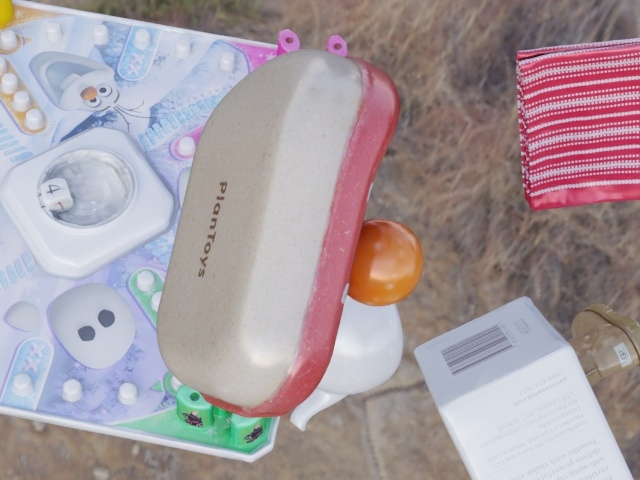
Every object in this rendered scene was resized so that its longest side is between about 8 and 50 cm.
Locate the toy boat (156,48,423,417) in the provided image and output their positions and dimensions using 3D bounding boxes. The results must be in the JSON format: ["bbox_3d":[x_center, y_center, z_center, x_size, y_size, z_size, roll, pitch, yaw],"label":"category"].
[{"bbox_3d":[0.000,0.000,0.793,0.151,0.151,0.231,16,86,-32],"label":"toy boat"}]

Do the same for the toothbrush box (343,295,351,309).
[{"bbox_3d":[-0.108,0.051,1.817,0.126,0.216,0.295,20,23,-43],"label":"toothbrush box"}]

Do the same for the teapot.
[{"bbox_3d":[0.002,0.144,2.064,0.187,0.252,0.256,-17,72,-27],"label":"teapot"}]

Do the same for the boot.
[{"bbox_3d":[0.313,0.185,1.793,0.269,0.236,0.089,-25,90,-6],"label":"boot"}]

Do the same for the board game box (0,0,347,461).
[{"bbox_3d":[-0.191,-0.042,1.028,0.389,0.050,0.390,10,59,4],"label":"board game box"}]

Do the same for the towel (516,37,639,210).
[{"bbox_3d":[0.377,-0.156,1.755,0.198,0.275,0.031,-5,42,8],"label":"towel"}]

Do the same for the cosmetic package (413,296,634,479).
[{"bbox_3d":[0.283,0.316,1.456,0.161,0.230,0.453,-26,102,2],"label":"cosmetic package"}]
